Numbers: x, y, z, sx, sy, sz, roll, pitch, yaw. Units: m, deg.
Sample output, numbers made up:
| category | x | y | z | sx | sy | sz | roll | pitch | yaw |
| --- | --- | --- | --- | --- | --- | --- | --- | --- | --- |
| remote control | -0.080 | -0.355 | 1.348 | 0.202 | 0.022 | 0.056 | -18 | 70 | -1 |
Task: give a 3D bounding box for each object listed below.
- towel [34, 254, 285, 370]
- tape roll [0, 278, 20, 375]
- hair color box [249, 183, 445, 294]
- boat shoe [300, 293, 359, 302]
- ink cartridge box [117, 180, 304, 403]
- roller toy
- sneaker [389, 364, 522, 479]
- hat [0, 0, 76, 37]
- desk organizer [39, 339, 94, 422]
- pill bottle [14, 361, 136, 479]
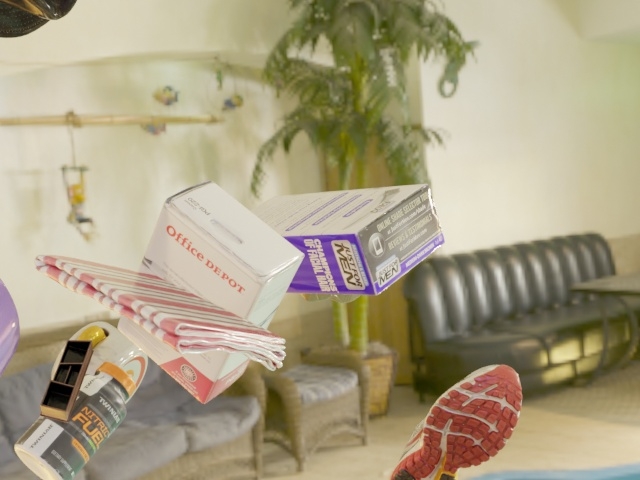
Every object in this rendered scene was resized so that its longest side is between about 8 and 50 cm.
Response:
| category | x | y | z | sx | sy | sz | roll | pitch | yaw |
| --- | --- | --- | --- | --- | --- | --- | --- | --- | --- |
| towel | -0.139 | 0.060 | 0.781 | 0.197 | 0.029 | 0.144 | 22 | 1 | 36 |
| tape roll | -0.511 | 0.102 | 1.087 | 0.275 | 0.275 | 0.090 | -4 | 35 | 11 |
| hair color box | 0.000 | 0.000 | 1.416 | 0.339 | 0.110 | 0.185 | -3 | 22 | 45 |
| boat shoe | 0.017 | 0.082 | 1.745 | 0.170 | 0.063 | 0.059 | 6 | 25 | -47 |
| ink cartridge box | -0.137 | 0.062 | 1.092 | 0.158 | 0.218 | 0.092 | 38 | 37 | 15 |
| roller toy | -0.494 | 0.283 | 2.000 | 0.146 | 0.191 | 0.209 | 29 | 1 | 17 |
| sneaker | 0.149 | 0.212 | 1.024 | 0.088 | 0.225 | 0.092 | 33 | 34 | -2 |
| hat | -0.361 | -0.373 | 1.138 | 0.134 | 0.331 | 0.331 | 42 | 26 | 23 |
| desk organizer | -0.409 | 0.221 | 1.457 | 0.047 | 0.130 | 0.050 | 16 | -31 | -5 |
| pill bottle | -0.477 | 0.357 | 1.798 | 0.130 | 0.130 | 0.245 | -1 | 40 | 45 |
